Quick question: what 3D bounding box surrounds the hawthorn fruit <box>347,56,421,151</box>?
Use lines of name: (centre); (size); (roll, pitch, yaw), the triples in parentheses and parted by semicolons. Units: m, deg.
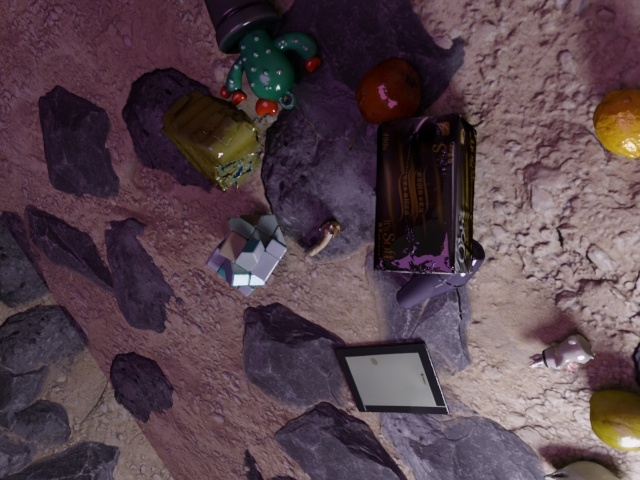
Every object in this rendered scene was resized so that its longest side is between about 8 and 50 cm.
hawthorn fruit: (0.142, -0.340, 1.241); (0.165, 0.165, 0.285); (53, 147, 1)

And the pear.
pear: (0.754, 0.446, 1.190); (0.162, 0.148, 0.149); (5, 114, 37)

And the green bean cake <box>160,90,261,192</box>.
green bean cake: (-0.279, -0.285, 1.428); (0.285, 0.202, 0.310); (33, 164, 26)

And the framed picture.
framed picture: (0.231, 0.464, 1.600); (0.346, 0.016, 0.265); (-13, 103, 35)

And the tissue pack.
tissue pack: (0.255, -0.095, 1.158); (0.209, 0.198, 0.371); (0, 89, 29)

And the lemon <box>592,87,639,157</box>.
lemon: (0.629, -0.238, 0.984); (0.114, 0.114, 0.155); (-30, 98, 37)

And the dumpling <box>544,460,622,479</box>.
dumpling: (0.751, 0.683, 1.330); (0.228, 0.124, 0.151); (1, 148, 37)

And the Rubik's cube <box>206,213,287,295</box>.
Rubik's cube: (-0.235, 0.032, 1.548); (0.224, 0.265, 0.213); (39, 138, -6)

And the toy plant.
toy plant: (-0.170, -0.539, 1.293); (0.401, 0.279, 0.185); (66, 167, -1)

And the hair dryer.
hair dryer: (0.253, 0.000, 1.348); (0.361, 0.121, 0.301); (55, 136, 11)

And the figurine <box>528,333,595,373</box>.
figurine: (0.630, 0.313, 1.247); (0.098, 0.081, 0.146); (46, 126, 6)

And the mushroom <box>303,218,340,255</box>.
mushroom: (0.000, 0.000, 1.512); (0.060, 0.061, 0.187); (41, 130, 3)
